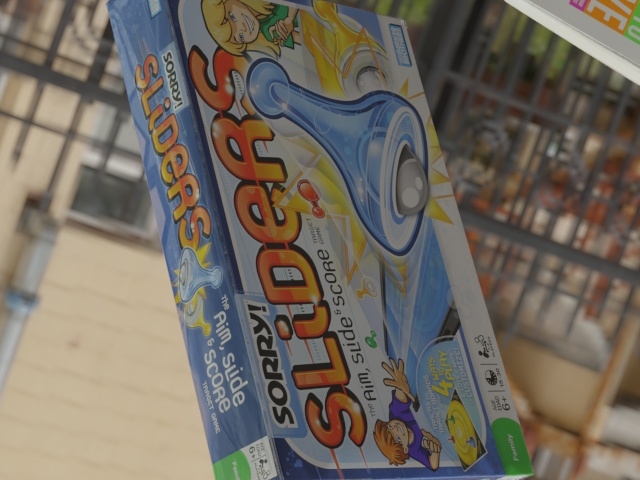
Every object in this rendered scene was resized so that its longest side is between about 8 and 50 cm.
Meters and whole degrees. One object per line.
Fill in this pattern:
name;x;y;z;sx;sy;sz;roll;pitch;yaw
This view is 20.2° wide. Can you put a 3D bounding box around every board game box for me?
board game box;0.000;0.000;0.679;0.136;0.201;0.035;5;153;-45

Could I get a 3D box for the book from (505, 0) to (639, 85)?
book;0.232;-0.202;1.462;0.144;0.096;0.035;29;166;-11
